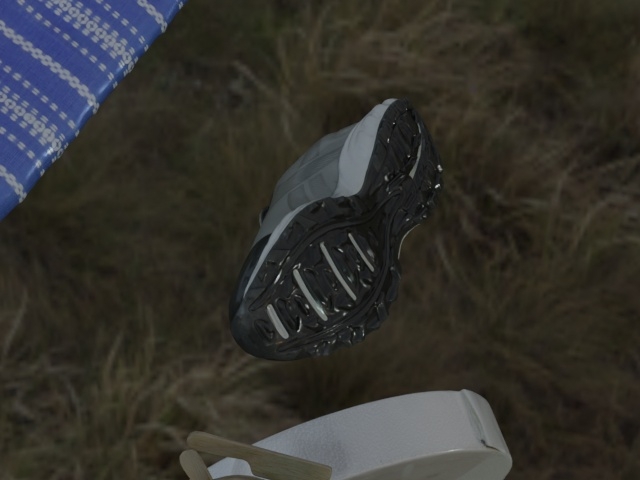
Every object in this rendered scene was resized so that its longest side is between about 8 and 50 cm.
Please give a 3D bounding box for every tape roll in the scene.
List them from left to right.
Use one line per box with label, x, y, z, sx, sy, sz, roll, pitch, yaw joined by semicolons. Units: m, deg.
tape roll;0.013;0.273;1.616;0.392;0.392;0.072;-14;65;-17

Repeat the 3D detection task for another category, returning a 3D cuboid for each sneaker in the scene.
sneaker;0.000;0.000;1.080;0.108;0.100;0.271;-18;22;33

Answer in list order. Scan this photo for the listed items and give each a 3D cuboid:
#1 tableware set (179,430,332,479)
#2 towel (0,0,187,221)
tableware set;0.007;0.178;0.841;0.194;0.128;0.039;15;17;-2
towel;-0.188;-0.184;0.846;0.243;0.040;0.336;42;57;-12
